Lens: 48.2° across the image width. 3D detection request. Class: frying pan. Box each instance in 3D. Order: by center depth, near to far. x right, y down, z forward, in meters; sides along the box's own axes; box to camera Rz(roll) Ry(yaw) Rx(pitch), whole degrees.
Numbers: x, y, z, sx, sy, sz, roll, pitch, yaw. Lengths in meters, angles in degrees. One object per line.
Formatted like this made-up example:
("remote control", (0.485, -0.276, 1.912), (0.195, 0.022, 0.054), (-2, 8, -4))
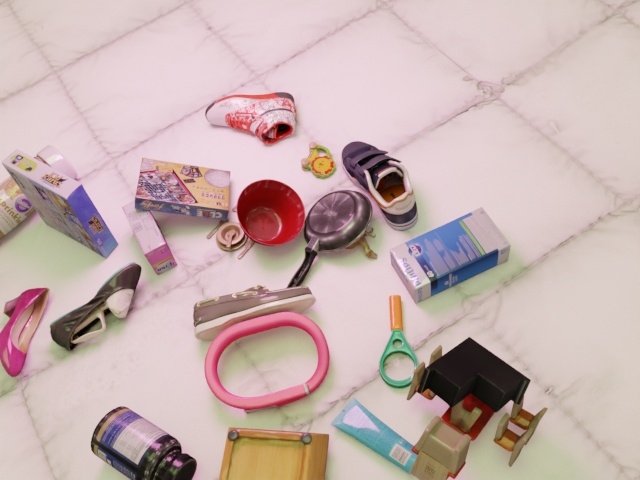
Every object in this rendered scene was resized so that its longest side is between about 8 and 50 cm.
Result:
("frying pan", (-0.011, -0.017, 1.843), (0.326, 0.053, 0.197), (-38, 44, -1))

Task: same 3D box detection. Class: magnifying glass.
("magnifying glass", (0.180, 0.234, 1.678), (0.092, 0.026, 0.230), (-4, 56, 7))

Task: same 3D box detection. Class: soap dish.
("soap dish", (-0.113, 0.527, 1.482), (0.229, 0.118, 0.290), (1, 57, 10))

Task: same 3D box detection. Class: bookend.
("bookend", (0.309, 0.293, 1.442), (0.157, 0.072, 0.156), (35, 41, 31))

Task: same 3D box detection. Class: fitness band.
("fitness band", (-0.124, 0.279, 1.655), (0.291, 0.054, 0.208), (-15, 70, -1))

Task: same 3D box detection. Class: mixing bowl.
("mixing bowl", (-0.137, -0.058, 1.859), (0.182, 0.098, 0.181), (5, 69, -15))

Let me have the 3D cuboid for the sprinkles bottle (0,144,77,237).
("sprinkles bottle", (-0.862, -0.115, 2.020), (0.121, 0.121, 0.355), (35, 70, 27))

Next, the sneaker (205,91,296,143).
("sneaker", (-0.203, -0.348, 2.079), (0.270, 0.090, 0.144), (-8, 54, 1))

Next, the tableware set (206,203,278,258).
("tableware set", (-0.207, -0.056, 1.921), (0.128, 0.039, 0.194), (30, 67, 25))

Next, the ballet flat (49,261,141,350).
("ballet flat", (-0.547, 0.176, 1.804), (0.280, 0.095, 0.096), (-40, 69, -4))

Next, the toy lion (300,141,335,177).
("toy lion", (-0.001, -0.221, 2.002), (0.096, 0.034, 0.100), (17, 61, 11))

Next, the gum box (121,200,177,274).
("gum box", (-0.454, -0.016, 1.895), (0.062, 0.107, 0.188), (-28, 57, -9))

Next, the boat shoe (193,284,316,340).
("boat shoe", (-0.164, 0.157, 1.735), (0.305, 0.109, 0.091), (-17, 61, 3))

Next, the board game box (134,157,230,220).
("board game box", (-0.368, -0.139, 1.929), (0.243, 0.042, 0.165), (8, 44, -12))

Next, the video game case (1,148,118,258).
("video game case", (-0.680, -0.093, 1.885), (0.244, 0.269, 0.061), (27, 63, 23))

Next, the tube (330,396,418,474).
("tube", (0.125, 0.425, 1.552), (0.207, 0.052, 0.080), (30, 58, 29))

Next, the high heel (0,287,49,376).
("high heel", (-0.738, 0.226, 1.804), (0.117, 0.082, 0.244), (-23, 43, 6))

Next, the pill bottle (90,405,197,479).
("pill bottle", (-0.384, 0.465, 1.564), (0.219, 0.122, 0.122), (25, 65, 22))

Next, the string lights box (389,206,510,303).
("string lights box", (0.315, 0.035, 1.754), (0.260, 0.076, 0.133), (-24, 56, -6))

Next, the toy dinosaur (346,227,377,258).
("toy dinosaur", (0.075, -0.019, 1.843), (0.183, 0.053, 0.092), (25, 66, 23))

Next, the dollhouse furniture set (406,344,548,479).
("dollhouse furniture set", (0.293, 0.384, 1.494), (0.262, 0.135, 0.259), (29, 39, 25))

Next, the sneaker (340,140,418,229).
("sneaker", (0.155, -0.179, 1.892), (0.126, 0.127, 0.321), (-30, 56, -9))
